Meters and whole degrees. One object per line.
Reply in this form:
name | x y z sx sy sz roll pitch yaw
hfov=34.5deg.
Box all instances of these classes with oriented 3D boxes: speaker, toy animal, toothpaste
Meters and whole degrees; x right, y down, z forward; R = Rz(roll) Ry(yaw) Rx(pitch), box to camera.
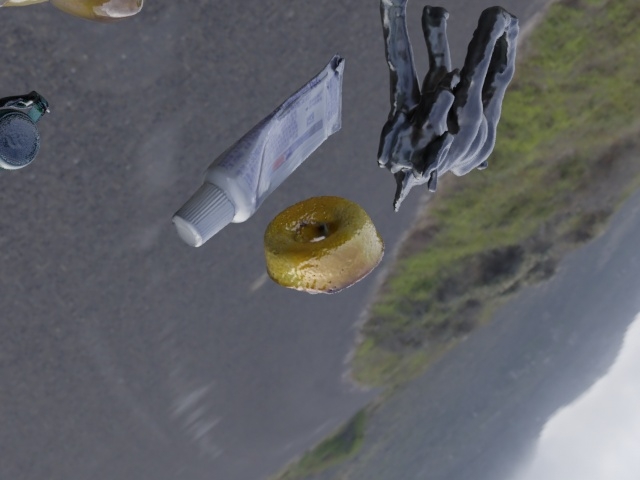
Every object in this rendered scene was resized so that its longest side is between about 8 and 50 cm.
speaker | -0.310 -0.113 1.012 0.060 0.075 0.095 34 66 -45
toy animal | 0.082 -0.095 0.728 0.232 0.084 0.148 -19 123 -72
toothpaste | -0.057 -0.093 1.121 0.282 0.068 0.099 -48 -177 -34

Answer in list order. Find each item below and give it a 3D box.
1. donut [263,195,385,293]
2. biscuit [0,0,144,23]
donut | 0.000 0.000 1.259 0.152 0.152 0.058 -36 128 -23
biscuit | -0.146 -0.179 0.680 0.208 0.164 0.047 -47 142 -62
